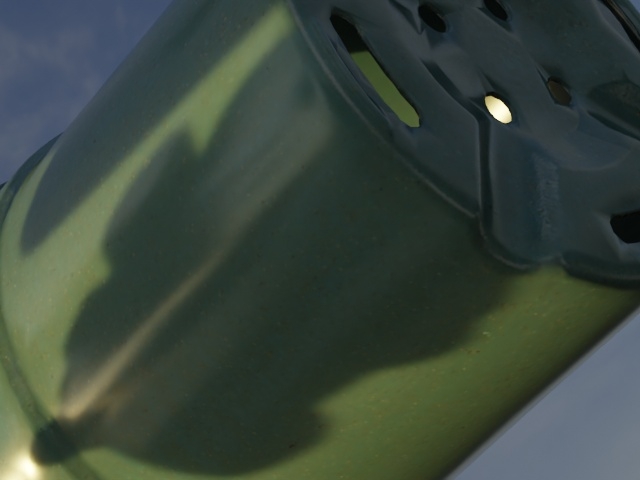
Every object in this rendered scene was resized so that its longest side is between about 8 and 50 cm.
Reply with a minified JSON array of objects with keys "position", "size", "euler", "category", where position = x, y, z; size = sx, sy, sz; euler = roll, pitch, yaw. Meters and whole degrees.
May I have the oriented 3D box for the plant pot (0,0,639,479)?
[{"position":[0.000,0.000,0.640],"size":[0.341,0.341,0.334],"euler":[-7,-29,-43],"category":"plant pot"}]
